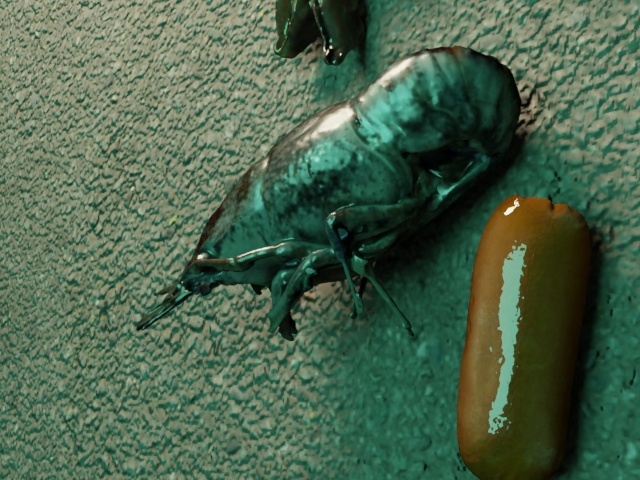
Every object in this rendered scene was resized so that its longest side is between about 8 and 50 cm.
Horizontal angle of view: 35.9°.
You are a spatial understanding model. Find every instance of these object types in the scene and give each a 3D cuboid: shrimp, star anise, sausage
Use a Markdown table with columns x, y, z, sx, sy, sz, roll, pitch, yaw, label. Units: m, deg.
| x | y | z | sx | sy | sz | roll | pitch | yaw | label |
| --- | --- | --- | --- | --- | --- | --- | --- | --- | --- |
| 0.001 | -0.001 | 0.759 | 0.372 | 0.137 | 0.172 | -45 | 35 | 26 | shrimp |
| 0.004 | -0.262 | 0.890 | 0.172 | 0.063 | 0.208 | 28 | 103 | 49 | star anise |
| 0.135 | 0.069 | 0.662 | 0.076 | 0.076 | 0.197 | 4 | 84 | 45 | sausage |
